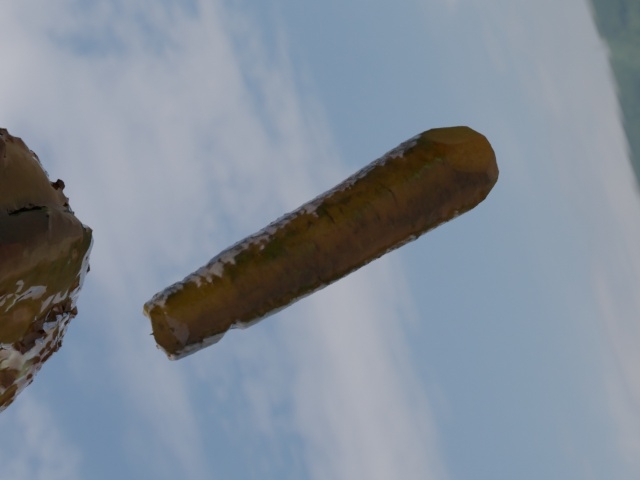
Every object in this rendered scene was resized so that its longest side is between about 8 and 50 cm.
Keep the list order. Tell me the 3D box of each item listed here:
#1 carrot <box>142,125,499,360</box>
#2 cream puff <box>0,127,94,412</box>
[{"bbox_3d":[0.000,0.000,0.689,0.042,0.171,0.042,53,162,26],"label":"carrot"},{"bbox_3d":[-0.243,0.030,0.937,0.164,0.240,0.240,49,-170,14],"label":"cream puff"}]
